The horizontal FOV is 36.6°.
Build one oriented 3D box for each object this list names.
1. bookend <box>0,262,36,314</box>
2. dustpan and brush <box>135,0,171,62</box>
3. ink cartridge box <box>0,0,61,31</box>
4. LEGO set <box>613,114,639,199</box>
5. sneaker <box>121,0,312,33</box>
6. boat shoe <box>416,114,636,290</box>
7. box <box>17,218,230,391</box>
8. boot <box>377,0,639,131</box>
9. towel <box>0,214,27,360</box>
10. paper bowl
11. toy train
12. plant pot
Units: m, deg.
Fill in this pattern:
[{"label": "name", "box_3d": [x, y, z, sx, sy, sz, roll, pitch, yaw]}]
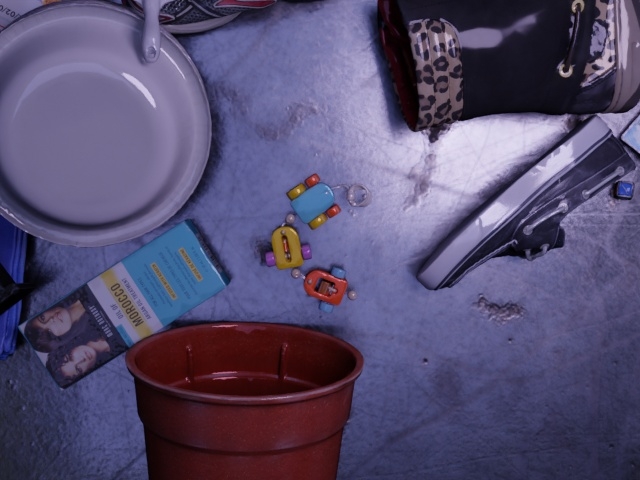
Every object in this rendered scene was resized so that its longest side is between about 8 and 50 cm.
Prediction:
[{"label": "bookend", "box_3d": [-0.459, 0.044, 1.161, 0.156, 0.072, 0.157, -38, 89, 0]}, {"label": "dustpan and brush", "box_3d": [-0.188, -0.293, 1.075, 0.147, 0.060, 0.211, 0, 58, -10]}, {"label": "ink cartridge box", "box_3d": [-0.344, -0.274, 1.183, 0.104, 0.061, 0.181, 27, 93, -2]}, {"label": "LEGO set", "box_3d": [0.486, -0.118, 1.224, 0.182, 0.060, 0.244, 40, 91, 9]}, {"label": "sneaker", "box_3d": [-0.097, -0.332, 1.158, 0.299, 0.112, 0.120, -15, 94, 1]}, {"label": "boat shoe", "box_3d": [0.255, -0.023, 1.189, 0.301, 0.108, 0.102, -40, 89, -5]}, {"label": "box", "box_3d": [-0.242, 0.079, 1.207, 0.244, 0.060, 0.100, -33, 93, 1]}, {"label": "boot", "box_3d": [0.208, -0.313, 1.130, 0.284, 0.138, 0.377, -12, 95, -9]}, {"label": "towel", "box_3d": [-0.535, 0.013, 1.211, 0.336, 0.040, 0.243, 7, 93, -1]}, {"label": "paper bowl", "box_3d": [-0.267, -0.130, 1.115, 0.284, 0.148, 0.284, -3, 108, -9]}, {"label": "toy train", "box_3d": [0.000, 0.000, 1.215, 0.125, 0.046, 0.166, 16, 96, -3]}, {"label": "plant pot", "box_3d": [-0.091, 0.260, 1.133, 0.273, 0.272, 0.265, 2, 101, -1]}]
